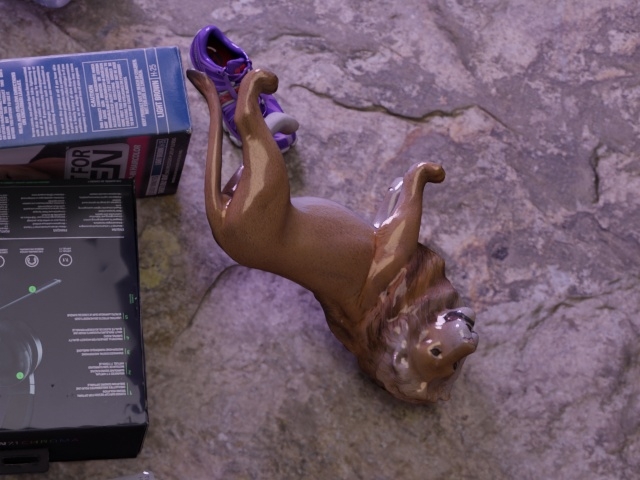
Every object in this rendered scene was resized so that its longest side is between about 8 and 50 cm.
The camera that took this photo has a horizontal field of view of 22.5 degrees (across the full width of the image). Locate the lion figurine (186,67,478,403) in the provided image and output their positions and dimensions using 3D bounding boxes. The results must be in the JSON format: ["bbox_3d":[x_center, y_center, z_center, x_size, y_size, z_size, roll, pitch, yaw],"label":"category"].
[{"bbox_3d":[0.000,0.000,1.661,0.392,0.142,0.240,25,72,-16],"label":"lion figurine"}]

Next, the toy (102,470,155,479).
[{"bbox_3d":[-0.263,0.307,1.566,0.237,0.056,0.137,-10,72,-14],"label":"toy"}]

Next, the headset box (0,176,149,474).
[{"bbox_3d":[-0.302,0.090,1.605,0.246,0.131,0.283,-2,69,-12],"label":"headset box"}]

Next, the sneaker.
[{"bbox_3d":[-0.090,-0.166,1.782,0.068,0.071,0.170,-36,79,-21],"label":"sneaker"}]

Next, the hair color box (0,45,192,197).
[{"bbox_3d":[-0.316,-0.106,1.659,0.347,0.174,0.105,-6,70,-13],"label":"hair color box"}]

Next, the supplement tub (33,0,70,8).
[{"bbox_3d":[-0.384,-0.400,1.746,0.316,0.193,0.193,25,66,-4],"label":"supplement tub"}]
